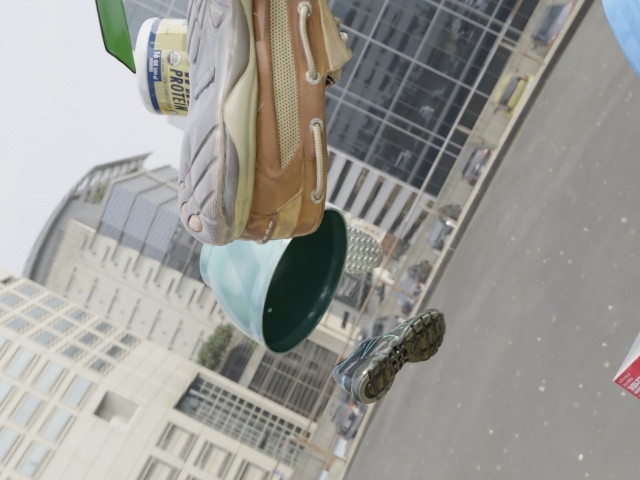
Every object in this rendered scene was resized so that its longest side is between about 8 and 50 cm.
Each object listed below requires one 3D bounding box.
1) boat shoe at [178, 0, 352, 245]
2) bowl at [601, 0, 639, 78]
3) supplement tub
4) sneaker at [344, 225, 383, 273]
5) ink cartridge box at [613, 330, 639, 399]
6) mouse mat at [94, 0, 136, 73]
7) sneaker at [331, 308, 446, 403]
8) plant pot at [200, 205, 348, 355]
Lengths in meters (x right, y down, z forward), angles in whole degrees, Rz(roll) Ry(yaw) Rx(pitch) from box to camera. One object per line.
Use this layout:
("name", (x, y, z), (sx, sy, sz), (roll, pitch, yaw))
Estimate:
("boat shoe", (-0.040, -0.154, 0.520), (0.123, 0.116, 0.325), (-1, 83, 63))
("bowl", (0.591, -0.309, 1.031), (0.077, 0.391, 0.391), (-35, 20, 45))
("supplement tub", (-0.258, -0.407, 1.538), (0.228, 0.316, 0.229), (4, -90, -88))
("sneaker", (0.000, -0.001, 1.486), (0.146, 0.293, 0.102), (-81, 2, -80))
("ink cartridge box", (0.716, 0.255, 1.177), (0.197, 0.272, 0.114), (-39, -25, -36))
("mouse mat", (-0.319, -0.346, 0.987), (0.189, 0.007, 0.153), (-141, 41, -85))
("sneaker", (0.135, 0.206, 1.252), (0.267, 0.106, 0.101), (-30, -64, -30))
("plant pot", (-0.103, 0.044, 1.231), (0.293, 0.196, 0.293), (-45, -33, -40))
